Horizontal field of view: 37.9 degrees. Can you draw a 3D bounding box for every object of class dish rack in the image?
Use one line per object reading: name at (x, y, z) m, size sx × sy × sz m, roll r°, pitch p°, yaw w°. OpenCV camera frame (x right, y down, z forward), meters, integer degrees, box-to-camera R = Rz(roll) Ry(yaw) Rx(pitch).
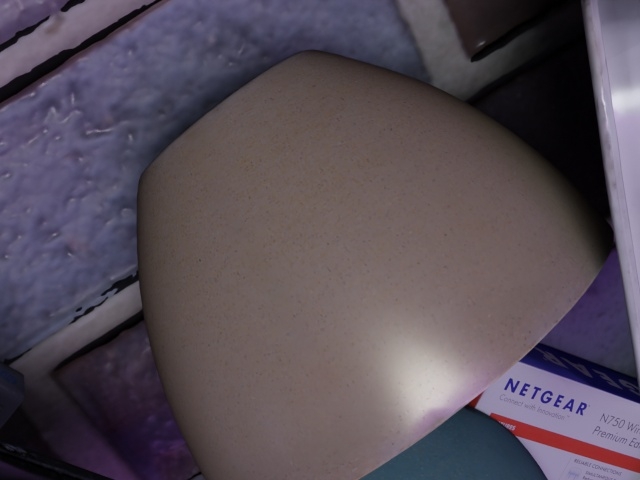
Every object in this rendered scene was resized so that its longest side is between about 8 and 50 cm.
dish rack at (0.211, -0.052, 0.572) m, size 0.072 × 0.333 × 0.286 m, roll -10°, pitch 117°, yaw 18°

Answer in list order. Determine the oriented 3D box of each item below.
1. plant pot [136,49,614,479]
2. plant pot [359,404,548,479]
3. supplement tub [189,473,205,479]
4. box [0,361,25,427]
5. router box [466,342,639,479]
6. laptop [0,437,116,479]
plant pot at (0.000, 0.000, 0.565) m, size 0.284 × 0.284 × 0.191 m, roll -37°, pitch 92°, yaw -3°
plant pot at (0.068, 0.279, 0.624) m, size 0.290 × 0.195 × 0.290 m, roll -5°, pitch 110°, yaw -14°
supplement tub at (-0.067, 0.237, 0.720) m, size 0.071 × 0.071 × 0.107 m, roll -37°, pitch 118°, yaw -4°
box at (-0.310, 0.130, 0.608) m, size 0.145 × 0.038 × 0.186 m, roll 39°, pitch 95°, yaw -27°
router box at (0.197, 0.255, 0.817) m, size 0.335 × 0.082 × 0.301 m, roll 21°, pitch 101°, yaw -26°
laptop at (-0.334, 0.189, 0.522) m, size 0.408 × 0.236 × 0.382 m, roll 30°, pitch 98°, yaw -30°
